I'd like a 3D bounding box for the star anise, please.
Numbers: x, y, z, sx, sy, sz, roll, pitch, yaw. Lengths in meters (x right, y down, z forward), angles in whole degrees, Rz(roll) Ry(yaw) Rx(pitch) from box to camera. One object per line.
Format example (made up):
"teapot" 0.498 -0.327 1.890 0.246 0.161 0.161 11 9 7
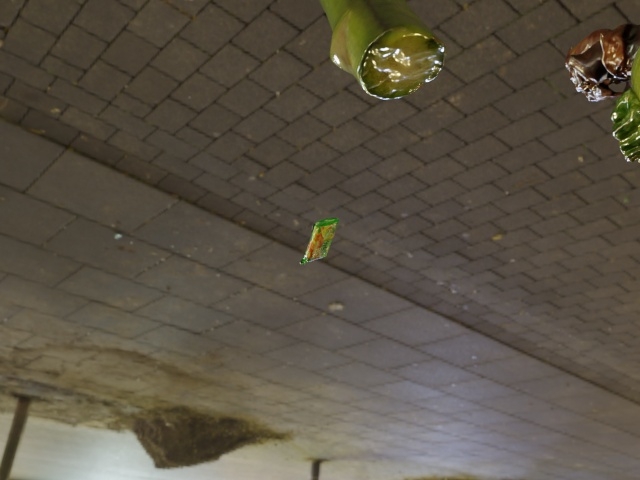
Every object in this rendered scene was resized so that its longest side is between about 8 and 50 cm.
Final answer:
"star anise" 0.381 -0.203 0.762 0.190 0.126 0.220 15 178 4

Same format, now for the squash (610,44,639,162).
"squash" 0.214 -0.134 0.265 0.069 0.069 0.258 22 120 -31

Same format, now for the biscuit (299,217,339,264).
"biscuit" 0.000 0.000 0.977 0.046 0.016 0.089 -16 141 -34

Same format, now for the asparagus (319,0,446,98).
"asparagus" 0.036 -0.165 0.492 0.067 0.278 0.060 -36 119 18
